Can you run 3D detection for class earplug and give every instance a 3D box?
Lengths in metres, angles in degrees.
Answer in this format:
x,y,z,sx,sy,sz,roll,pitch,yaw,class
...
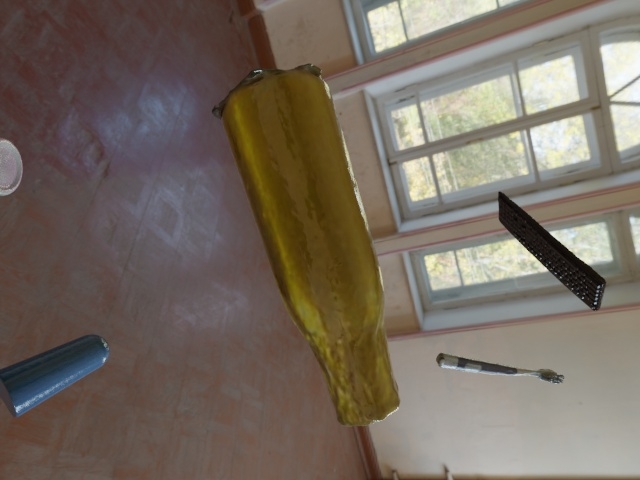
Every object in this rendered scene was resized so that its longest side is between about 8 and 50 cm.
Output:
x,y,z,sx,sy,sz,roll,pitch,yaw,class
-0.734,0.357,1.173,0.273,0.132,0.132,-27,105,-47,earplug

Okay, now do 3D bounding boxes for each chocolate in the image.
x,y,z,sx,sy,sz,roll,pitch,yaw,class
-0.009,0.011,0.548,0.162,0.162,0.445,1,71,-70,chocolate

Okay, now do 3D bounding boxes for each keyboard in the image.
x,y,z,sx,sy,sz,roll,pitch,yaw,class
0.383,0.012,0.715,0.250,0.017,0.087,-117,-179,-46,keyboard

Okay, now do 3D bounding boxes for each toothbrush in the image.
x,y,z,sx,sy,sz,roll,pitch,yaw,class
0.291,0.205,0.657,0.288,0.026,0.024,16,92,-27,toothbrush

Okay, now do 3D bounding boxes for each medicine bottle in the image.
x,y,z,sx,sy,sz,roll,pitch,yaw,class
-0.840,-0.173,0.924,0.133,0.274,0.133,-176,-90,-86,medicine bottle
